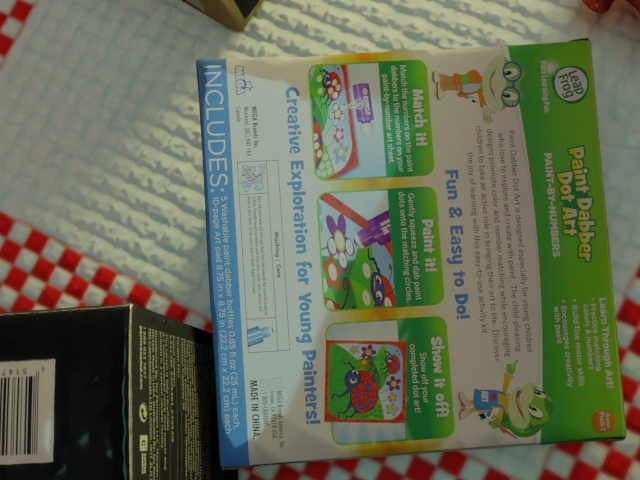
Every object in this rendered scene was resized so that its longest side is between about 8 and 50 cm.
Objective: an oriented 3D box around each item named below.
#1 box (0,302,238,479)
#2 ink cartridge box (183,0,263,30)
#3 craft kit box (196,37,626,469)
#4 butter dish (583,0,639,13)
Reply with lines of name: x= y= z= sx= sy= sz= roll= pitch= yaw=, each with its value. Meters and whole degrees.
box: x=-0.145 y=0.107 z=0.531 sx=0.153 sy=0.207 sz=0.108 roll=-5 pitch=77 yaw=10
ink cartridge box: x=-0.145 y=-0.268 z=0.613 sx=0.235 sy=0.193 sz=0.088 roll=33 pitch=86 yaw=15
craft kit box: x=0.054 y=0.005 z=0.558 sx=0.247 sy=0.061 sz=0.249 roll=-3 pitch=85 yaw=-1
butter dish: x=0.220 y=-0.192 z=0.574 sx=0.118 sy=0.160 sz=0.160 roll=-34 pitch=74 yaw=25
